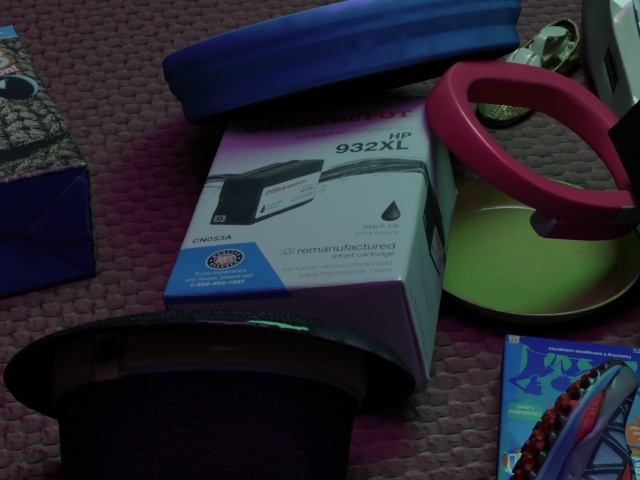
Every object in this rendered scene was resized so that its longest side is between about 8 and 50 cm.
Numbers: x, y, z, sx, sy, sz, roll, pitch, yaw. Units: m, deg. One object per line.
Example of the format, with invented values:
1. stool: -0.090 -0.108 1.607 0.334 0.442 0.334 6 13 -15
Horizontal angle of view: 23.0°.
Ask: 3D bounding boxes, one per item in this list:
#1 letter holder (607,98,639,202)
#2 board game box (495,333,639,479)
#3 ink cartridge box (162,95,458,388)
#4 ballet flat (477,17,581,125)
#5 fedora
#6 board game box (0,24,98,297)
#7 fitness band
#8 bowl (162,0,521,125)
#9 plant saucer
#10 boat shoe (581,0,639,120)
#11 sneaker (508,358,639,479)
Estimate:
1. letter holder: 0.437 -0.025 1.499 0.214 0.152 0.302 27 30 -26
2. board game box: 0.235 0.173 1.379 0.160 0.047 0.210 5 38 4
3. ink cartridge box: 0.000 0.000 1.501 0.223 0.129 0.307 -5 35 14
4. ballet flat: 0.249 -0.209 1.877 0.073 0.067 0.206 22 41 23
5. fedora: -0.090 0.166 1.242 0.334 0.334 0.153 2 70 0
6. board game box: -0.382 -0.074 1.605 0.232 0.141 0.291 -14 40 -20
7. fitness band: 0.226 -0.092 1.570 0.290 0.054 0.209 1 47 -46
8. bowl: 0.028 -0.196 1.679 0.391 0.077 0.391 -13 2 1
9. plant saucer: 0.207 0.014 1.602 0.241 0.037 0.241 1 37 -1
10. boat shoe: 0.406 -0.220 1.844 0.158 0.127 0.341 3 53 -7
11. sneaker: 0.208 0.220 1.244 0.125 0.104 0.262 29 67 -2
